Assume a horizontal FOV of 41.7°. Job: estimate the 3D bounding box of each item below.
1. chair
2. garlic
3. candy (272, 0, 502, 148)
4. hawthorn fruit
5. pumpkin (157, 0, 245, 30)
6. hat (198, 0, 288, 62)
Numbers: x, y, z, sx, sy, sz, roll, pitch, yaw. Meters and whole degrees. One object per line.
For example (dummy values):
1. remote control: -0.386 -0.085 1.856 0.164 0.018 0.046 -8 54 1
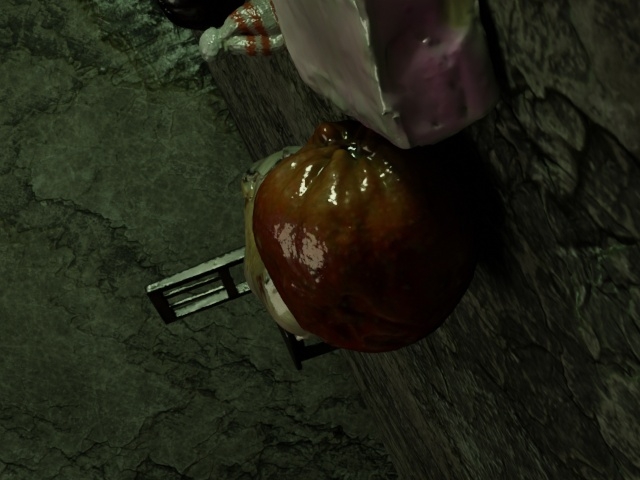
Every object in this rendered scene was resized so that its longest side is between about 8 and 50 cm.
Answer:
1. chair: -0.092 0.132 1.627 0.203 0.415 0.241 81 163 -65
2. garlic: -0.015 0.002 1.369 0.322 0.240 0.322 171 90 -88
3. candy: 0.051 -0.197 0.772 0.265 0.115 0.156 -132 22 -61
4. hawthorn fruit: 0.051 -0.006 0.912 0.258 0.258 0.262 -130 45 -63
5. pumpkin: -0.223 -0.493 1.499 0.233 0.162 0.233 164 90 -90
6. hat: -0.111 -0.319 1.295 0.093 0.162 0.112 165 84 -85
